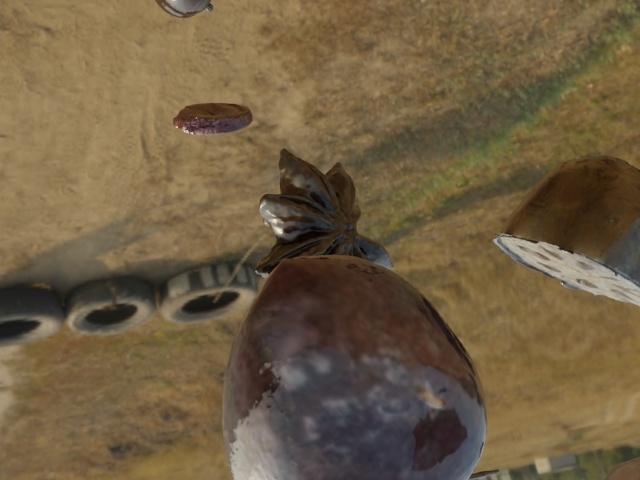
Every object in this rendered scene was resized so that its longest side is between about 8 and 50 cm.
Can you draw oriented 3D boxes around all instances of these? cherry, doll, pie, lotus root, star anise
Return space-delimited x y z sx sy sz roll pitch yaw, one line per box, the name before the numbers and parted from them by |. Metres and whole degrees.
cherry | 0.027 0.133 0.609 0.184 0.266 0.213 -10 -156 51
doll | -0.282 -0.495 1.461 0.145 0.096 0.188 12 159 37
pie | -0.246 -0.277 1.770 0.182 0.049 0.182 -1 -157 1
lotus root | 0.395 -0.017 1.064 0.192 0.272 0.272 -58 156 -2
star anise | 0.010 -0.006 1.265 0.108 0.315 0.315 -24 159 37

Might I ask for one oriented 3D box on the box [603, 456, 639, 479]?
box | 0.231 0.173 0.488 0.130 0.051 0.129 -19 166 -49
